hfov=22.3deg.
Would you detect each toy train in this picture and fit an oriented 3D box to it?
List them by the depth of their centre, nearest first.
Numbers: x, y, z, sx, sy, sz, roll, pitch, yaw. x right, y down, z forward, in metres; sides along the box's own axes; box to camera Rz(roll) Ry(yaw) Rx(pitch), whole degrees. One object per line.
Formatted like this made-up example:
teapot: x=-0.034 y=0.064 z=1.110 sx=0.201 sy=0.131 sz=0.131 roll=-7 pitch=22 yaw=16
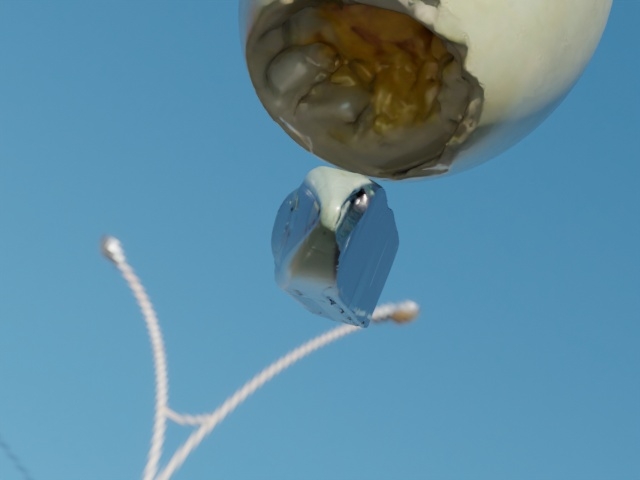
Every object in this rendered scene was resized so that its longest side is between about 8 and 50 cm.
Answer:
toy train: x=0.001 y=0.000 z=0.716 sx=0.048 sy=0.055 sz=0.252 roll=19 pitch=-6 yaw=7

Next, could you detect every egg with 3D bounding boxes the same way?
egg: x=0.094 y=-0.214 z=1.296 sx=0.278 sy=0.336 sz=0.278 roll=19 pitch=-41 yaw=17
